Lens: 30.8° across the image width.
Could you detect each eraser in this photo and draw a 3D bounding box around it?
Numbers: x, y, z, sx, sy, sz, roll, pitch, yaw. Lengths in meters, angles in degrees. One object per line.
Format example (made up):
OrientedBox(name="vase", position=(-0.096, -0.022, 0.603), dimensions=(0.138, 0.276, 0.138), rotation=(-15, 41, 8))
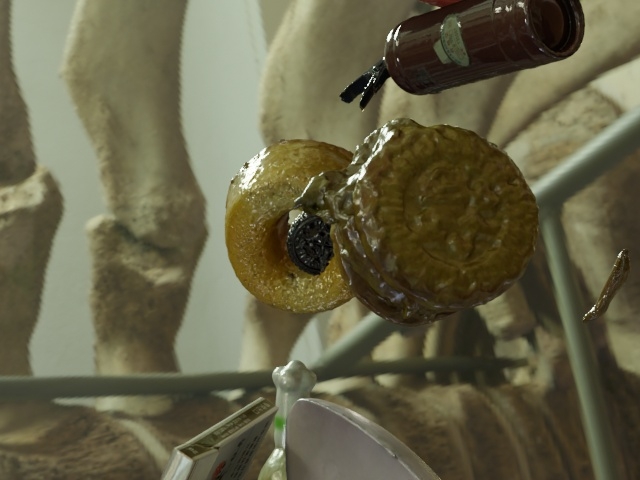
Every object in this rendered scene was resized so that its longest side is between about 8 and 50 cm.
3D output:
OrientedBox(name="eraser", position=(0.039, 0.244, 1.087), dimensions=(0.059, 0.204, 0.243), rotation=(8, -143, -38))

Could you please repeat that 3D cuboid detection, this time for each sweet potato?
OrientedBox(name="sweet potato", position=(0.374, 0.063, 1.497), dimensions=(0.026, 0.115, 0.026), rotation=(23, -164, -7))

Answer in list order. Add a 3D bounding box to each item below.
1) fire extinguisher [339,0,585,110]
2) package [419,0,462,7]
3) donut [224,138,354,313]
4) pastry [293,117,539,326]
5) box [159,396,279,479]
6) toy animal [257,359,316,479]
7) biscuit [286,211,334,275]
OrientedBox(name="fire extinguisher", position=(0.152, -0.226, 1.426), dimensions=(0.102, 0.344, 0.138), rotation=(48, -121, -24))
OrientedBox(name="package", position=(0.087, -0.452, 1.610), dimensions=(0.424, 0.123, 0.195), rotation=(14, -125, -15))
OrientedBox(name="donut", position=(-0.026, -0.009, 1.719), dimensions=(0.277, 0.278, 0.108), rotation=(55, -149, -18))
OrientedBox(name="pastry", position=(0.130, -0.028, 1.333), dimensions=(0.240, 0.132, 0.235), rotation=(-38, -82, -29))
OrientedBox(name="box", position=(-0.108, 0.227, 1.138), dimensions=(0.029, 0.109, 0.198), rotation=(29, -164, 15))
OrientedBox(name="toy animal", position=(-0.025, 0.352, 1.469), dimensions=(0.362, 0.181, 0.180), rotation=(-67, -28, -9))
OrientedBox(name="biscuit", position=(0.000, 0.000, 1.436), dimensions=(0.027, 0.087, 0.089), rotation=(-102, -7, -66))
